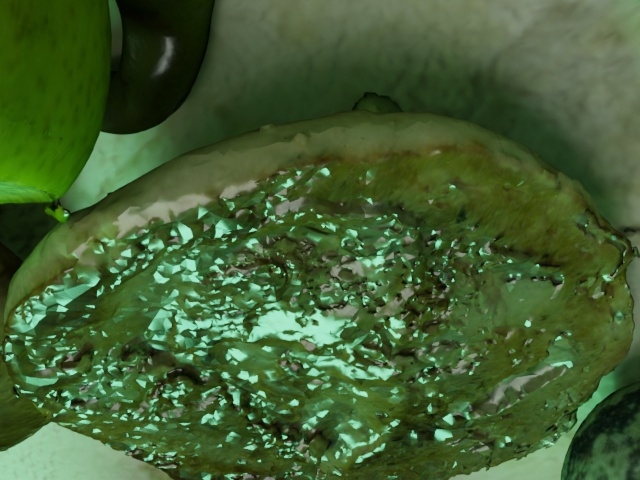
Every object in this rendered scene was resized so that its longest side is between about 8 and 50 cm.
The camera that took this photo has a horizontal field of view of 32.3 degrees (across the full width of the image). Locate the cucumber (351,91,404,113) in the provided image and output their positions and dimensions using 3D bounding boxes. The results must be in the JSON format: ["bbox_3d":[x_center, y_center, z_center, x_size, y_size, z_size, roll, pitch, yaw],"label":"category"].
[{"bbox_3d":[0.000,0.001,0.633,0.058,0.058,0.187,30,131,-7],"label":"cucumber"}]

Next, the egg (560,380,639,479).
[{"bbox_3d":[0.207,0.164,0.630,0.132,0.132,0.172,-20,78,29],"label":"egg"}]

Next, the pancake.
[{"bbox_3d":[0.009,0.059,0.615,0.356,0.065,0.356,-3,141,-2],"label":"pancake"}]

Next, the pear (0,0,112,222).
[{"bbox_3d":[-0.203,-0.169,0.435,0.238,0.342,0.318,0,88,-1],"label":"pear"}]

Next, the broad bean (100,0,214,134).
[{"bbox_3d":[-0.081,-0.128,0.560,0.070,0.048,0.213,27,133,-6],"label":"broad bean"}]

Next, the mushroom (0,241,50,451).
[{"bbox_3d":[-0.273,0.059,0.702,0.278,0.146,0.278,9,149,5],"label":"mushroom"}]
